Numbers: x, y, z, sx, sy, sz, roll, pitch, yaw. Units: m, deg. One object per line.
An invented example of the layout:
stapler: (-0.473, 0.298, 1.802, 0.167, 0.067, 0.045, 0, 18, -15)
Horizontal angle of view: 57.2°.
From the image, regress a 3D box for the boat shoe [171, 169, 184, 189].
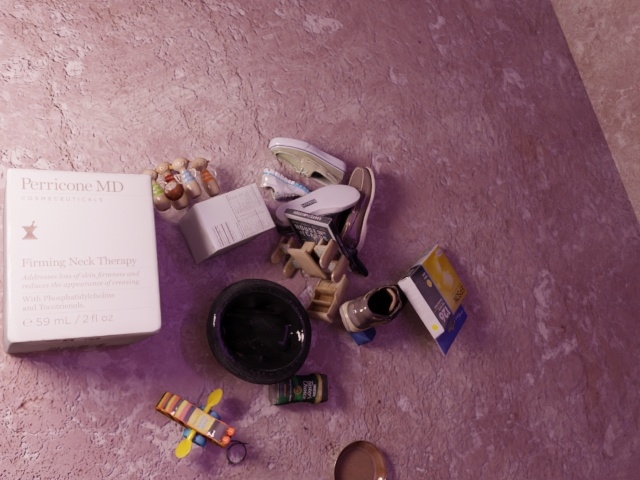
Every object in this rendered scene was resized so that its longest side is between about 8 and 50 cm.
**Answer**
boat shoe: (-0.432, -0.184, 1.802, 0.100, 0.035, 0.035, 46, 62, -4)

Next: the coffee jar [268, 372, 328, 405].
coffee jar: (-0.064, 0.457, 1.810, 0.185, 0.079, 0.096, 6, 74, -29)

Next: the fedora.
fedora: (-0.197, 0.272, 1.740, 0.334, 0.153, 0.333, 9, 74, -31)

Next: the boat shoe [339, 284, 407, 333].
boat shoe: (0.210, 0.217, 1.951, 0.355, 0.130, 0.132, -19, 83, -53)

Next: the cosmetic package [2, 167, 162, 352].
cosmetic package: (-0.606, 0.063, 1.466, 0.330, 0.327, 0.393, -1, 76, -29)

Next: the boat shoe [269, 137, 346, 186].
boat shoe: (-0.039, -0.263, 2.002, 0.302, 0.109, 0.094, 18, 71, -27)

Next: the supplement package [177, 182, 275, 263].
supplement package: (-0.284, -0.049, 1.754, 0.203, 0.194, 0.149, -24, 89, -32)

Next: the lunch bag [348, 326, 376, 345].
lunch bag: (0.130, 0.300, 1.968, 0.098, 0.065, 0.067, 54, 36, -7)

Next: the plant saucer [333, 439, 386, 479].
plant saucer: (0.120, 0.736, 1.864, 0.199, 0.036, 0.198, 8, 72, -27)

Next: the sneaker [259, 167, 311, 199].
sneaker: (-0.119, -0.165, 1.961, 0.191, 0.071, 0.082, 25, 78, -18)

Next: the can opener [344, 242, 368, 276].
can opener: (0.111, 0.069, 1.991, 0.073, 0.059, 0.186, -45, 140, -1)

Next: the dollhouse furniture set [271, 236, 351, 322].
dollhouse furniture set: (-0.026, 0.121, 1.850, 0.242, 0.212, 0.161, 52, 55, -38)

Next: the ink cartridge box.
ink cartridge box: (0.432, 0.204, 2.107, 0.307, 0.072, 0.304, 55, 36, -3)

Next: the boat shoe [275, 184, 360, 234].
boat shoe: (-0.008, -0.095, 1.956, 0.301, 0.102, 0.108, -23, 55, -20)

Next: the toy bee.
toy bee: (-0.300, 0.506, 1.617, 0.298, 0.162, 0.195, 19, 67, -24)

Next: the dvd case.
dvd case: (0.000, 0.000, 1.849, 0.029, 0.179, 0.238, -56, 140, -24)

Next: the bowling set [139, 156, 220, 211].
bowling set: (-0.425, -0.176, 1.683, 0.287, 0.200, 0.154, -25, 87, -21)

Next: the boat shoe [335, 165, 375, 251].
boat shoe: (0.110, -0.118, 2.043, 0.097, 0.117, 0.324, 18, 74, -27)
